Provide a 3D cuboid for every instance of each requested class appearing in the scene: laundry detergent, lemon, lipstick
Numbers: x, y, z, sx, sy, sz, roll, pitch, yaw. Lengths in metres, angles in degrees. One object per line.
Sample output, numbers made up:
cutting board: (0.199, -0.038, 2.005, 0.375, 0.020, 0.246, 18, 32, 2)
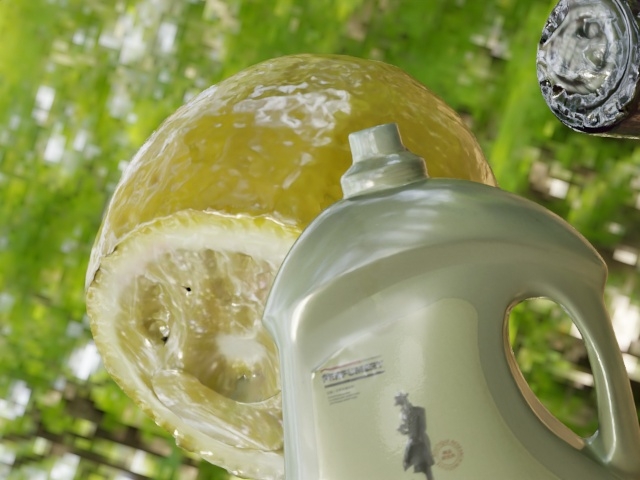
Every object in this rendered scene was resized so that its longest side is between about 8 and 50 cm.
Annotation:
laundry detergent: (0.059, 0.067, 0.965, 0.091, 0.181, 0.253, -19, -84, -80)
lemon: (0.000, 0.000, 1.650, 0.364, 0.364, 0.364, 17, -90, -86)
lipstick: (0.234, -0.087, 1.011, 0.300, 0.081, 0.081, -2, -64, -41)
